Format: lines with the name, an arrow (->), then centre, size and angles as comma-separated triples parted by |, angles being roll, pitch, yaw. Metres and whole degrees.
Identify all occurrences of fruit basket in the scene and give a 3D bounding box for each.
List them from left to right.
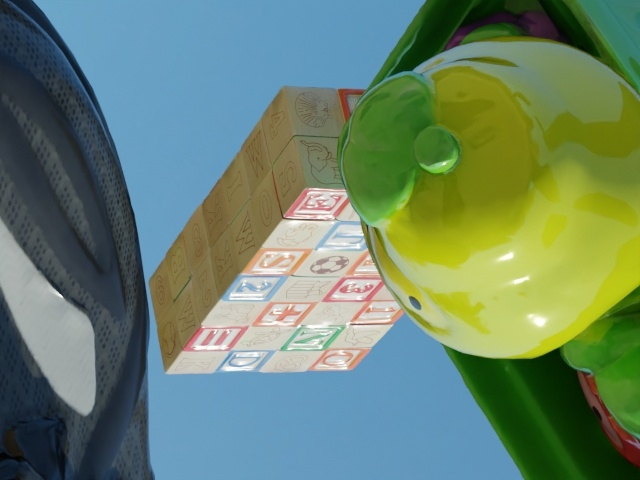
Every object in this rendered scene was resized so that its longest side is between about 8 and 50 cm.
fruit basket -> 0.130, 0.000, 1.117 | 0.283, 0.392, 0.392 | -56, -142, 42

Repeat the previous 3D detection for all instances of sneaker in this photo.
sneaker -> -0.093, 0.149, 0.550 | 0.202, 0.185, 0.482 | 14, -69, 53

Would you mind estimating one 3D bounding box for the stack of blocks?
stack of blocks -> 0.000, 0.000, 1.488 | 0.297, 0.171, 0.087 | 129, -45, -52
